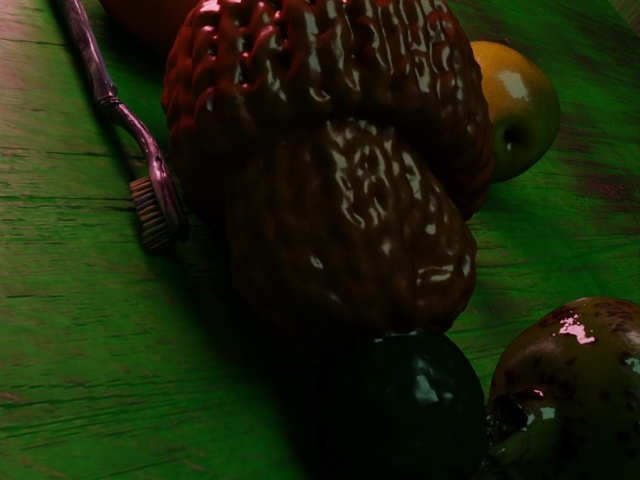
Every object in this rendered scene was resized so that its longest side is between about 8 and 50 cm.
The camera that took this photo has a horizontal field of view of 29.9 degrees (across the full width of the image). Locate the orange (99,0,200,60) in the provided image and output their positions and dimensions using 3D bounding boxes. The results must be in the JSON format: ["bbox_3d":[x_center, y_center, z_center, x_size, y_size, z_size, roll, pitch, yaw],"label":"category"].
[{"bbox_3d":[-0.121,-0.263,1.130,0.206,0.206,0.206,34,29,-22],"label":"orange"}]

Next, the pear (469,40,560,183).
[{"bbox_3d":[0.197,-0.165,1.487,0.180,0.166,0.216,16,16,-24],"label":"pear"}]

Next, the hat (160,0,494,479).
[{"bbox_3d":[0.000,0.000,0.939,0.285,0.285,0.400,22,59,-37],"label":"hat"}]

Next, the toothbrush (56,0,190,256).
[{"bbox_3d":[-0.194,-0.153,1.040,0.035,0.042,0.413,72,-7,-58],"label":"toothbrush"}]

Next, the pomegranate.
[{"bbox_3d":[0.223,0.155,1.026,0.263,0.211,0.211,4,47,-36],"label":"pomegranate"}]
